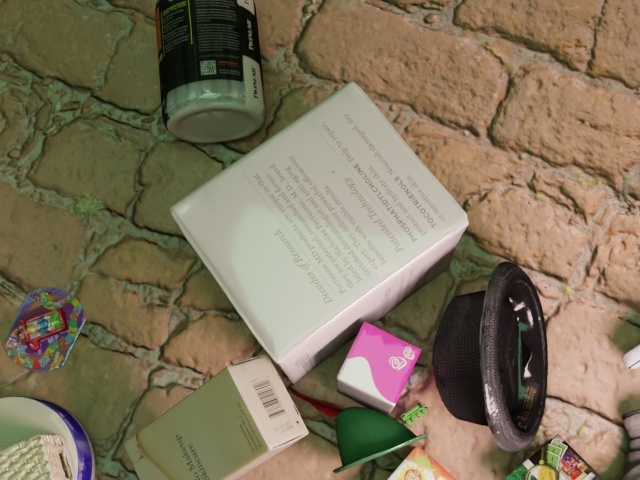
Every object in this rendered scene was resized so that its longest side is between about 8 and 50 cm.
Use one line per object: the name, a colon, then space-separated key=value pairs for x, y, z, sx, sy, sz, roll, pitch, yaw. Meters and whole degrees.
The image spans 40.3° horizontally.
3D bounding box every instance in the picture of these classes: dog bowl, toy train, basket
dog bowl: x=-0.554 y=0.420 z=1.594 sx=0.265 sy=0.104 sz=0.265 roll=-1 pitch=74 yaw=2
toy train: x=0.164 y=0.333 z=1.636 sx=0.083 sy=0.017 sz=0.023 roll=-34 pitch=65 yaw=-7
basket: x=-0.518 y=0.407 z=1.487 sx=0.167 sy=0.103 sz=0.113 roll=-21 pitch=73 yaw=-3

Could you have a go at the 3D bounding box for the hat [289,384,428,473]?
hat: x=0.063 y=0.302 z=1.565 sx=0.208 sy=0.173 sz=0.183 roll=-21 pitch=76 yaw=-1

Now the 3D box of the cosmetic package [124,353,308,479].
cosmetic package: x=-0.186 y=0.342 z=1.513 sx=0.309 sy=0.113 sz=0.160 roll=-39 pitch=73 yaw=30

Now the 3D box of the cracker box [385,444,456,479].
cracker box: x=0.154 y=0.506 z=1.560 sx=0.156 sy=0.067 sz=0.232 roll=41 pitch=78 yaw=13

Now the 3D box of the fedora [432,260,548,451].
fedora: x=0.295 y=0.208 z=1.571 sx=0.152 sy=0.334 sz=0.334 roll=-7 pitch=71 yaw=32

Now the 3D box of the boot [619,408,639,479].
boot: x=0.563 y=0.414 z=1.562 sx=0.338 sy=0.118 sz=0.222 roll=-3 pitch=64 yaw=1

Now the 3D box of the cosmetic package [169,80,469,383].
cosmetic package: x=0.000 y=0.000 z=1.576 sx=0.394 sy=0.329 sz=0.327 roll=-36 pitch=76 yaw=-7

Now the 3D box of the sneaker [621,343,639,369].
sneaker: x=0.688 y=0.199 z=1.612 sx=0.258 sy=0.094 sz=0.091 roll=-19 pitch=70 yaw=-4

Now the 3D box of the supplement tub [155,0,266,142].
supplement tub: x=-0.225 y=-0.384 z=1.760 sx=0.207 sy=0.207 sz=0.338 roll=-6 pitch=74 yaw=0

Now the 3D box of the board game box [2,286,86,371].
board game box: x=-0.542 y=0.171 z=1.702 sx=0.133 sy=0.033 sz=0.168 roll=22 pitch=76 yaw=8

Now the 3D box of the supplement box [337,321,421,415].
supplement box: x=0.100 y=0.235 z=1.560 sx=0.114 sy=0.220 sz=0.111 roll=25 pitch=77 yaw=9

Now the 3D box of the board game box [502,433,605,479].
board game box: x=0.445 y=0.463 z=1.473 sx=0.136 sy=0.030 sz=0.259 roll=-38 pitch=54 yaw=-10
